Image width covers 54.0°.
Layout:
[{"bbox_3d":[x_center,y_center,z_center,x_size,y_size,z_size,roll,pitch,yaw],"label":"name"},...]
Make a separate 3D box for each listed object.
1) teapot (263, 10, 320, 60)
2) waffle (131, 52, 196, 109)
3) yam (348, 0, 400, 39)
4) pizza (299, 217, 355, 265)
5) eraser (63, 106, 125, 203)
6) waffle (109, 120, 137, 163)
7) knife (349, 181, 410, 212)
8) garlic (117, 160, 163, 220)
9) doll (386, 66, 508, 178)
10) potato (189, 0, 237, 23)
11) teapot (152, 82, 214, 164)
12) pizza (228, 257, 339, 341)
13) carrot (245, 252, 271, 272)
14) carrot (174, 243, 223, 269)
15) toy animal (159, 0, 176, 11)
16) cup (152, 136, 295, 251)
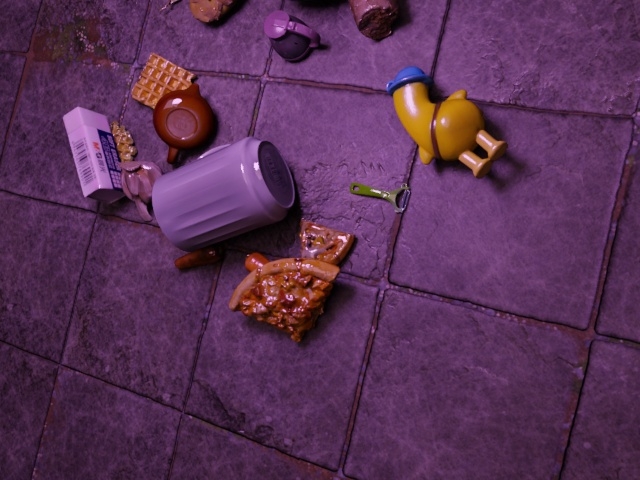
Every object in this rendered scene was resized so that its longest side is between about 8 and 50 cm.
[{"bbox_3d":[-0.086,-0.565,1.744,0.116,0.146,0.148,-48,68,11],"label":"teapot"},{"bbox_3d":[-0.476,-0.471,1.954,0.211,0.055,0.160,32,95,23],"label":"waffle"},{"bbox_3d":[0.127,-0.669,1.674,0.129,0.128,0.238,-18,76,20],"label":"yam"},{"bbox_3d":[0.000,0.000,1.689,0.184,0.036,0.176,-31,72,17],"label":"pizza"},{"bbox_3d":[-0.694,-0.264,1.942,0.086,0.130,0.287,-25,76,19],"label":"eraser"},{"bbox_3d":[-0.677,-0.287,2.027,0.183,0.036,0.169,-39,71,12],"label":"waffle"},{"bbox_3d":[0.151,-0.127,1.648,0.166,0.022,0.078,16,84,24],"label":"knife"},{"bbox_3d":[-0.533,-0.154,1.914,0.131,0.127,0.194,2,110,42],"label":"garlic"},{"bbox_3d":[0.285,-0.294,1.549,0.363,0.145,0.199,46,107,29],"label":"doll"},{"bbox_3d":[-0.302,-0.795,1.877,0.191,0.141,0.296,23,95,27],"label":"potato"},{"bbox_3d":[-0.410,-0.346,1.879,0.178,0.135,0.252,20,114,-8],"label":"teapot"},{"bbox_3d":[-0.086,0.160,1.649,0.335,0.086,0.226,-17,95,21],"label":"pizza"},{"bbox_3d":[-0.112,0.108,1.713,0.256,0.061,0.061,33,96,22],"label":"carrot"},{"bbox_3d":[-0.354,0.050,1.832,0.161,0.055,0.055,-16,77,28],"label":"carrot"},{"bbox_3d":[-0.426,-0.792,1.973,0.220,0.069,0.086,-39,48,9],"label":"toy animal"},{"bbox_3d":[-0.256,-0.156,1.738,0.327,0.237,0.323,-20,45,21],"label":"cup"}]
